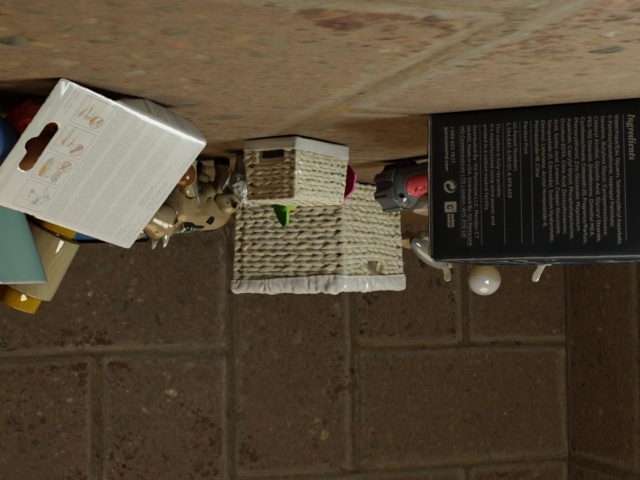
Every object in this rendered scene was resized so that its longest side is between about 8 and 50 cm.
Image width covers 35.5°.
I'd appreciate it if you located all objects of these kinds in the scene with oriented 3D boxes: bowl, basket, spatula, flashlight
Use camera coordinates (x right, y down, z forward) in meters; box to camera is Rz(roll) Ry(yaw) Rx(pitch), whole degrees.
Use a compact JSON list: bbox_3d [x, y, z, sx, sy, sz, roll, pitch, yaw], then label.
[{"bbox_3d":[-0.555,-0.014,1.448,0.312,0.163,0.311,0,178,0],"label":"bowl"},{"bbox_3d":[-0.038,-0.112,1.665,0.113,0.103,0.167,-1,179,33],"label":"basket"},{"bbox_3d":[0.000,0.000,2.427,0.332,0.266,0.328,-1,178,31],"label":"basket"},{"bbox_3d":[-0.203,-0.016,2.518,0.019,0.242,0.168,-31,157,29],"label":"spatula"},{"bbox_3d":[0.224,-0.103,1.841,0.304,0.103,0.103,-11,-155,49],"label":"flashlight"}]

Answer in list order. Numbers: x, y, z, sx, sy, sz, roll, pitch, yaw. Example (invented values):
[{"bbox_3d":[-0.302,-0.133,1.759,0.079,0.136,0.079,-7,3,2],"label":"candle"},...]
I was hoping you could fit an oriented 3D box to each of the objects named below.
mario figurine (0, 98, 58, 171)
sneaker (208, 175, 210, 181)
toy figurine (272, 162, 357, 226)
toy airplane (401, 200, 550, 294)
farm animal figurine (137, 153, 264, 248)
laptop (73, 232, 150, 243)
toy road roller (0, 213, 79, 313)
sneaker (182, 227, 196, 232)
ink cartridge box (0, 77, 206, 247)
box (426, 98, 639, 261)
[{"bbox_3d":[-0.386,-0.096,1.227,0.198,0.170,0.320,-3,175,18],"label":"mario figurine"},{"bbox_3d":[-0.282,-0.108,2.198,0.073,0.063,0.162,3,177,-13],"label":"sneaker"},{"bbox_3d":[-0.007,-0.116,1.903,0.159,0.130,0.173,-14,156,-13],"label":"toy figurine"},{"bbox_3d":[0.406,0.004,2.550,0.385,0.272,0.386,0,178,-1],"label":"toy airplane"},{"bbox_3d":[-0.287,-0.069,1.802,0.327,0.172,0.330,1,177,-41],"label":"farm animal figurine"},{"bbox_3d":[-0.544,-0.066,2.245,0.235,0.136,0.264,-2,177,16],"label":"laptop"},{"bbox_3d":[-0.659,-0.017,1.991,0.241,0.202,0.330,27,-179,-45],"label":"toy road roller"},{"bbox_3d":[-0.371,-0.096,1.995,0.344,0.134,0.146,9,-177,-10],"label":"sneaker"},{"bbox_3d":[-0.283,-0.102,1.247,0.232,0.189,0.066,24,-159,-43],"label":"ink cartridge box"},{"bbox_3d":[0.384,-0.072,1.447,0.396,0.211,0.293,-2,176,23],"label":"box"}]
